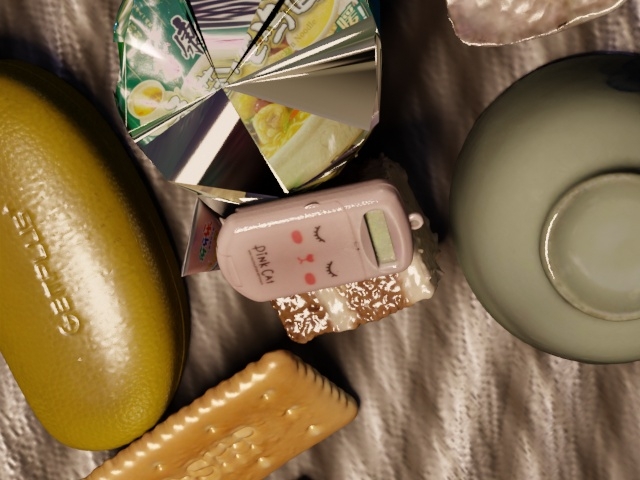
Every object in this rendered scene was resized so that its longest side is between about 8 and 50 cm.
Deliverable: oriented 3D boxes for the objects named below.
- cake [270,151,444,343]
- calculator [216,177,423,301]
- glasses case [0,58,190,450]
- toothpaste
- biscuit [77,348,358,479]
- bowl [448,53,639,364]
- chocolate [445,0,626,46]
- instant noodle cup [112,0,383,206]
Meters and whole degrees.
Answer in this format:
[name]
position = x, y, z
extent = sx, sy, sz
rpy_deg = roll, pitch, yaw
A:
[cake]
position = 0.021, 0.002, 1.431
extent = 0.147, 0.135, 0.135
rpy_deg = -26, 102, 14
[calculator]
position = 0.000, 0.000, 1.331
extent = 0.175, 0.032, 0.100
rpy_deg = -12, 135, 6
[glasses case]
position = -0.235, 0.010, 1.458
extent = 0.173, 0.141, 0.371
rpy_deg = -22, 99, 9
[toothpaste]
position = -0.096, 0.001, 1.412
extent = 0.042, 0.194, 0.067
rpy_deg = 12, 89, 7
[biscuit]
position = -0.095, 0.198, 1.492
extent = 0.249, 0.160, 0.030
rpy_deg = -34, 52, 11
[bowl]
position = 0.254, -0.012, 1.401
extent = 0.289, 0.146, 0.289
rpy_deg = 1, 103, 5
[chocolate]
position = 0.166, -0.325, 1.366
extent = 0.185, 0.100, 0.303
rpy_deg = -15, 98, 19
[instant noodle cup]
position = -0.052, -0.157, 1.383
extent = 0.240, 0.178, 0.240
rpy_deg = 1, 102, 5
